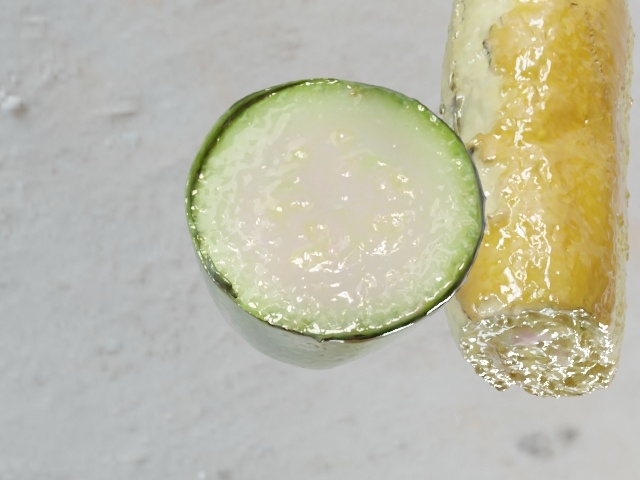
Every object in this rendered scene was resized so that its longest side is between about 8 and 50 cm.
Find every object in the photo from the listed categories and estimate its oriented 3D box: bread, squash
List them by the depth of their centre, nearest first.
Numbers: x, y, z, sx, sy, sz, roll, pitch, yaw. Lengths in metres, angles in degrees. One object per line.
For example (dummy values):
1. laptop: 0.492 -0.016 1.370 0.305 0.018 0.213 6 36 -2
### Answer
1. squash: 0.000 0.000 0.979 0.170 0.170 0.123 0 153 -13
2. bread: 0.187 -0.068 1.475 0.165 0.375 0.236 -2 158 17
